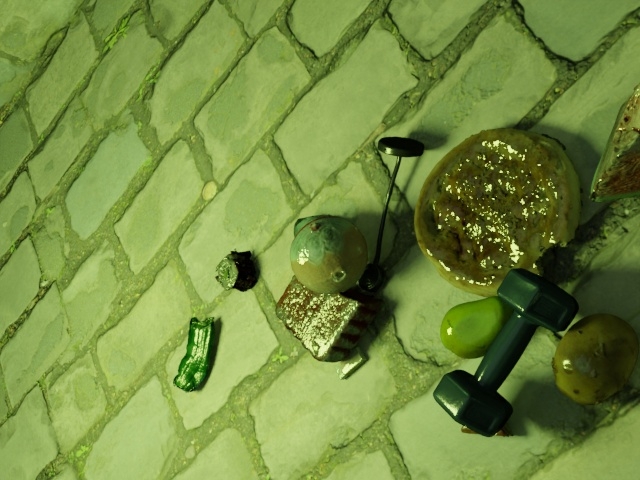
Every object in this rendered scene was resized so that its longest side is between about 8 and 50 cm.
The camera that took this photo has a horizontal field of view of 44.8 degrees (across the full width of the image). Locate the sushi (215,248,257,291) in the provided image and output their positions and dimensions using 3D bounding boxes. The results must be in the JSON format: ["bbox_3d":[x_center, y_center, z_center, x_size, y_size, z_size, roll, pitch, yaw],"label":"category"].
[{"bbox_3d":[-0.225,0.086,2.094,0.098,0.084,0.094,-47,57,26],"label":"sushi"}]

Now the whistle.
[{"bbox_3d":[0.000,0.000,1.820,0.189,0.189,0.348,-58,25,15],"label":"whistle"}]

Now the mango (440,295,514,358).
[{"bbox_3d":[0.323,0.182,1.602,0.163,0.089,0.117,-19,69,35],"label":"mango"}]

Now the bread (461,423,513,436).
[{"bbox_3d":[0.340,0.367,1.578,0.109,0.043,0.062,-4,79,41],"label":"bread"}]

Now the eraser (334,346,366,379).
[{"bbox_3d":[0.070,0.292,1.839,0.083,0.019,0.038,-46,53,23],"label":"eraser"}]

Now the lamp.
[{"bbox_3d":[0.133,-0.069,1.807,0.130,0.108,0.371,29,100,45],"label":"lamp"}]

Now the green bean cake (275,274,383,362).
[{"bbox_3d":[0.014,0.165,1.861,0.232,0.097,0.199,39,104,39],"label":"green bean cake"}]

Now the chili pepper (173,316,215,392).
[{"bbox_3d":[-0.343,0.313,2.159,0.098,0.061,0.224,18,89,27],"label":"chili pepper"}]

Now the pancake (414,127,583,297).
[{"bbox_3d":[0.371,-0.063,1.630,0.382,0.071,0.382,-11,73,39],"label":"pancake"}]

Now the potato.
[{"bbox_3d":[0.503,0.218,1.422,0.137,0.137,0.176,24,94,41],"label":"potato"}]

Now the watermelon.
[{"bbox_3d":[0.601,-0.170,1.367,0.310,0.231,0.193,-5,58,54],"label":"watermelon"}]

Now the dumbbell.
[{"bbox_3d":[0.355,0.212,1.485,0.143,0.156,0.316,34,100,23],"label":"dumbbell"}]
